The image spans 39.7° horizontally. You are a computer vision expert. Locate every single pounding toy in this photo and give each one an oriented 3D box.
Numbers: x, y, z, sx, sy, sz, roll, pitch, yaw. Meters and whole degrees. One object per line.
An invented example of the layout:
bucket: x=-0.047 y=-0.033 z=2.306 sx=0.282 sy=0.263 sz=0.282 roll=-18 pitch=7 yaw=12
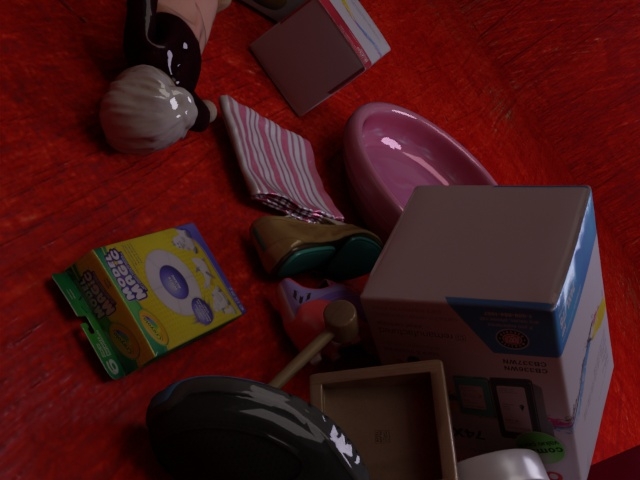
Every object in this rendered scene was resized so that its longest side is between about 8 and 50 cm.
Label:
pounding toy: x=0.033 y=0.166 z=0.854 sx=0.094 sy=0.181 sz=0.206 roll=71 pitch=14 yaw=-53

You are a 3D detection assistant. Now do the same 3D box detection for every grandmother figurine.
grandmother figurine: x=-0.165 y=-0.206 z=0.963 sx=0.207 sy=0.104 sz=0.342 roll=58 pitch=23 yaw=-33

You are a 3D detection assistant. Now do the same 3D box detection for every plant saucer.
plant saucer: x=0.157 y=-0.061 z=1.318 sx=0.332 sy=0.084 sz=0.332 roll=28 pitch=34 yaw=-22

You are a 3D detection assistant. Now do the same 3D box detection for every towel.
towel: x=-0.047 y=-0.095 z=1.101 sx=0.197 sy=0.029 sz=0.144 roll=21 pitch=42 yaw=-58

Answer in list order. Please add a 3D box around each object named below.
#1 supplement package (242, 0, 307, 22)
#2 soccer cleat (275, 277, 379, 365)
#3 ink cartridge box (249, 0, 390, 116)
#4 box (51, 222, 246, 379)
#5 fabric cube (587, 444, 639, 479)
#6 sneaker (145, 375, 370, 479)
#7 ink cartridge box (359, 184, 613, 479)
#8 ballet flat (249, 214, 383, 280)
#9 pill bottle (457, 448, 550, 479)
supplement package: x=-0.091 y=-0.443 z=1.313 sx=0.244 sy=0.139 sz=0.133 roll=15 pitch=46 yaw=-54
soccer cleat: x=0.040 y=0.083 z=1.016 sx=0.248 sy=0.083 sz=0.095 roll=1 pitch=55 yaw=-57
ink cartridge box: x=0.005 y=-0.285 z=1.313 sx=0.127 sy=0.128 sz=0.176 roll=53 pitch=26 yaw=-8
box: x=-0.145 y=0.048 z=0.768 sx=0.105 sy=0.043 sz=0.179 roll=58 pitch=27 yaw=4
fabric cube: x=0.476 y=0.438 z=1.168 sx=0.259 sy=0.258 sz=0.254 roll=40 pitch=29 yaw=-31
sneaker: x=-0.009 y=0.243 z=0.689 sx=0.341 sy=0.125 sz=0.139 roll=47 pitch=32 yaw=-16
ink cartridge box: x=0.194 y=0.103 z=0.968 sx=0.197 sy=0.198 sz=0.270 roll=-59 pitch=140 yaw=-43
ballet flat: x=0.000 y=0.000 z=1.044 sx=0.073 sy=0.080 sz=0.232 roll=50 pitch=20 yaw=22
pill bottle: x=0.197 y=0.377 z=0.822 sx=0.188 sy=0.188 sz=0.333 roll=25 pitch=40 yaw=-48
